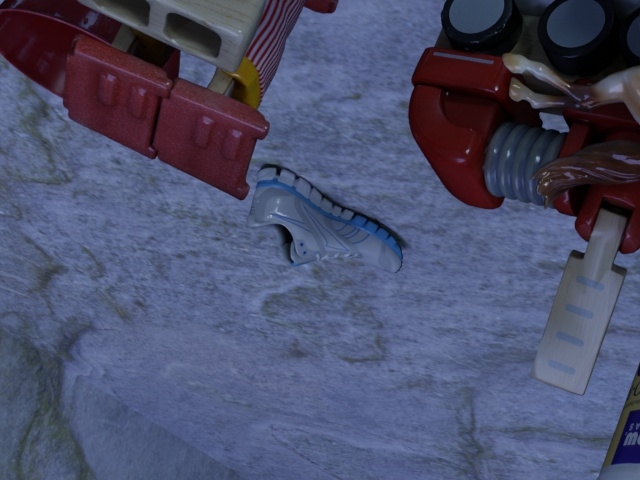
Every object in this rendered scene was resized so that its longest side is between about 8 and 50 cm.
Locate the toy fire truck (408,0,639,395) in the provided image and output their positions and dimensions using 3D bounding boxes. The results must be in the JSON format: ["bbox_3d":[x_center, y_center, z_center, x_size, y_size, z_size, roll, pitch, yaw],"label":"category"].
[{"bbox_3d":[0.165,-0.038,1.186,0.217,0.246,0.158,13,158,30],"label":"toy fire truck"}]

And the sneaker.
[{"bbox_3d":[0.000,0.000,1.762,0.190,0.083,0.071,28,160,-17],"label":"sneaker"}]

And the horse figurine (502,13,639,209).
[{"bbox_3d":[0.206,-0.136,1.045,0.174,0.066,0.263,15,125,17],"label":"horse figurine"}]

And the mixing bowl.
[{"bbox_3d":[-0.193,-0.190,1.442,0.181,0.098,0.181,22,162,7],"label":"mixing bowl"}]

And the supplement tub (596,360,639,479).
[{"bbox_3d":[0.374,0.177,1.390,0.241,0.331,0.241,21,161,8],"label":"supplement tub"}]

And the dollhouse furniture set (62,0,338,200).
[{"bbox_3d":[-0.058,-0.207,1.094,0.152,0.201,0.374,24,156,0],"label":"dollhouse furniture set"}]
